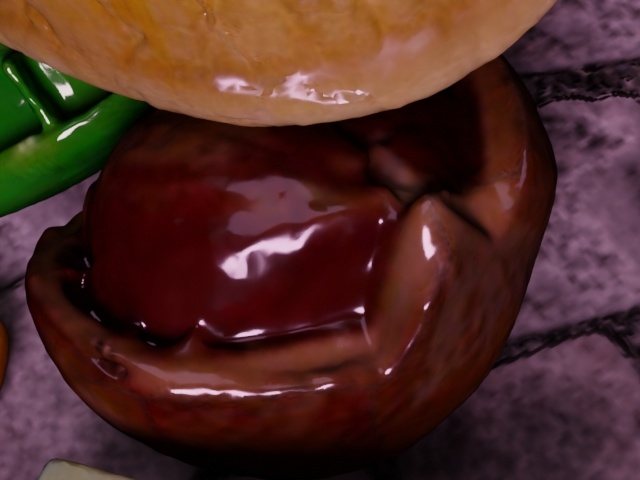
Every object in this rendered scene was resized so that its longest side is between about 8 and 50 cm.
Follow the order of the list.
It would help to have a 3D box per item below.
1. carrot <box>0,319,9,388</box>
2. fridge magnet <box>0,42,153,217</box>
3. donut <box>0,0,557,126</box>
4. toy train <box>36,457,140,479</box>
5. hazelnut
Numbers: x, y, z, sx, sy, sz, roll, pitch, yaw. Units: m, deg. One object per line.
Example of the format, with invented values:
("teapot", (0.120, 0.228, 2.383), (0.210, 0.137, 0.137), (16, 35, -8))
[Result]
("carrot", (-0.179, 0.131, 0.620), (0.043, 0.043, 0.248), (7, 61, 19))
("fridge magnet", (-0.111, -0.081, 0.684), (0.208, 0.088, 0.208), (-28, 22, 12))
("donut", (-0.027, -0.203, 0.559), (0.330, 0.160, 0.330), (-12, 54, 17))
("toy train", (-0.040, 0.251, 0.440), (0.253, 0.160, 0.397), (10, 59, 28))
("hazelnut", (-0.006, -0.002, 0.594), (0.170, 0.160, 0.201), (27, 79, 28))
